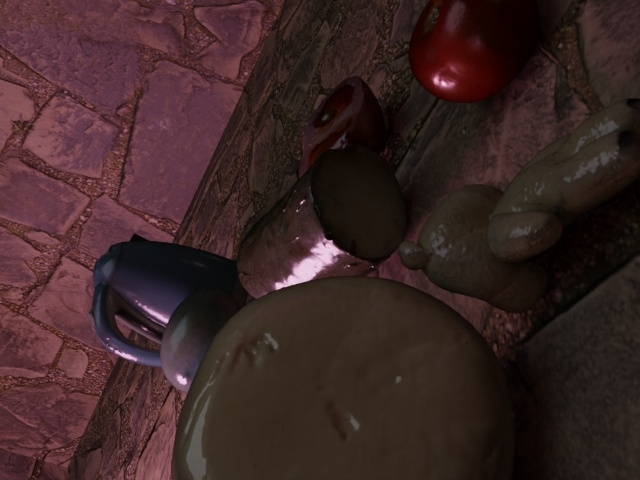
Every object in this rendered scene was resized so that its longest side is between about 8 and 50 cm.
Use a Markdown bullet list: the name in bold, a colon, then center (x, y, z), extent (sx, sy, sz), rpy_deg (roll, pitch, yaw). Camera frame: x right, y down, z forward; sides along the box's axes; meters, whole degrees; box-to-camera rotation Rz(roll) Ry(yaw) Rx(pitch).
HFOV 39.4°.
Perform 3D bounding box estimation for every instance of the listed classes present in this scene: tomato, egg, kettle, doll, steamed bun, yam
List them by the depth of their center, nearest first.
- **doll**: center (0.224, -0.026, 0.902), extent (0.278, 0.175, 0.149), rpy_deg (-41, 69, 41)
- **steamed bun**: center (0.031, 0.203, 0.922), extent (0.233, 0.334, 0.312), rpy_deg (78, -151, -58)
- **tomato**: center (0.204, -0.273, 1.184), extent (0.195, 0.136, 0.195), rpy_deg (-159, 90, -76)
- **yam**: center (0.000, 0.000, 1.401), extent (0.300, 0.195, 0.195), rpy_deg (-43, 30, 53)
- **tomato**: center (0.054, -0.176, 1.572), extent (0.199, 0.112, 0.228), rpy_deg (-39, 32, 44)
- **egg**: center (-0.258, 0.216, 1.950), extent (0.169, 0.169, 0.236), rpy_deg (-1, 70, 72)
- **kettle**: center (-0.376, 0.147, 2.103), extent (0.247, 0.342, 0.319), rpy_deg (-47, 28, 48)
